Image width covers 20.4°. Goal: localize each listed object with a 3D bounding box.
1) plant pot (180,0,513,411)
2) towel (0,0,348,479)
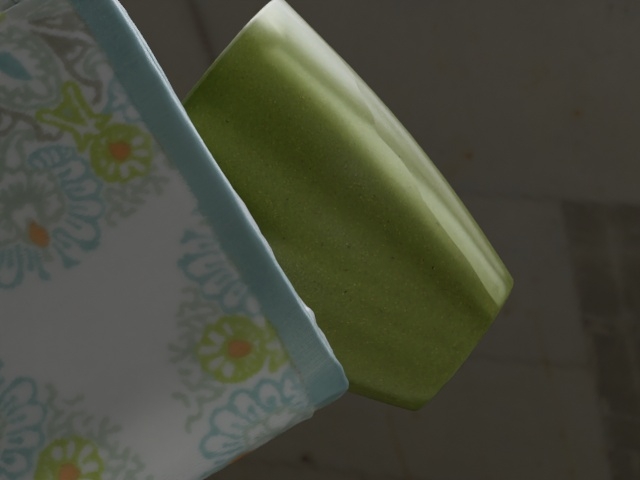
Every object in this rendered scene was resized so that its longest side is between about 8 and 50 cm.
[{"bbox_3d":[0.000,0.000,1.453,0.293,0.275,0.275,38,-39,-1],"label":"plant pot"},{"bbox_3d":[-0.206,0.023,1.182,0.374,0.321,0.090,58,-6,20],"label":"towel"}]
